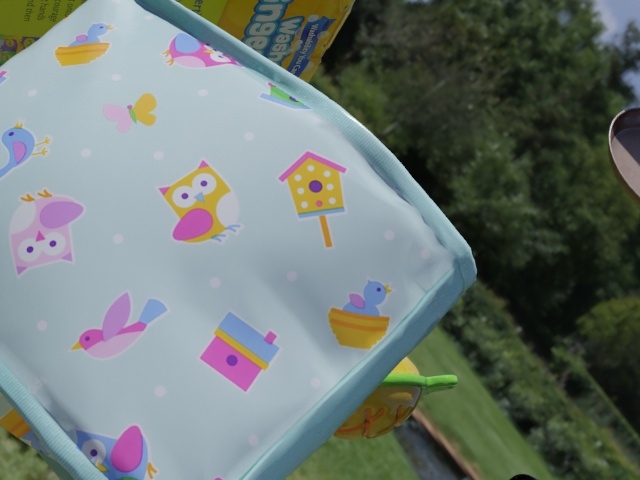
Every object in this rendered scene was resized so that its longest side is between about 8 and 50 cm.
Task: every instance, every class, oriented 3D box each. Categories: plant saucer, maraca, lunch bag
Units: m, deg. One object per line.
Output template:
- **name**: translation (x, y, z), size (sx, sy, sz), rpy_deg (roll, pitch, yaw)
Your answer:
- **plant saucer**: translation (0.402, -0.082, 1.362), size (0.168, 0.168, 0.029), rpy_deg (53, -39, 16)
- **maraca**: translation (0.054, 0.151, 1.177), size (0.186, 0.127, 0.099), rpy_deg (4, 75, -37)
- **lunch bag**: translation (-0.080, 0.017, 0.600), size (0.262, 0.223, 0.160), rpy_deg (38, -22, 25)

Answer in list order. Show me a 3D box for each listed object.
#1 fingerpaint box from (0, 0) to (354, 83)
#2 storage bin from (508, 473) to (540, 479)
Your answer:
- **fingerpaint box**: translation (-0.162, -0.258, 1.035), size (0.445, 0.371, 0.163), rpy_deg (126, -42, -55)
- **storage bin**: translation (0.222, 0.377, 1.381), size (0.122, 0.180, 0.084), rpy_deg (54, 8, 29)
